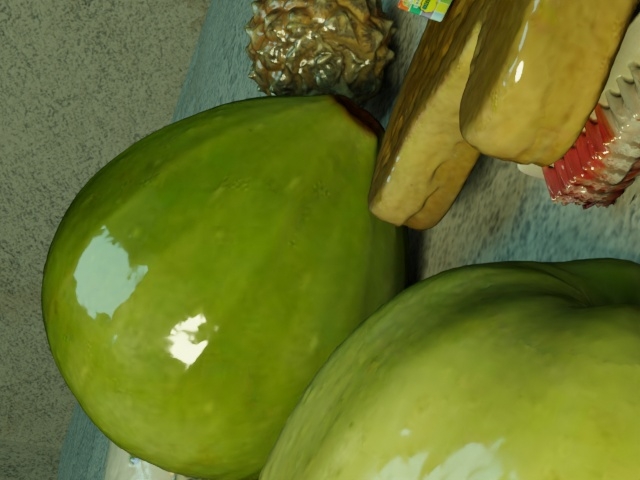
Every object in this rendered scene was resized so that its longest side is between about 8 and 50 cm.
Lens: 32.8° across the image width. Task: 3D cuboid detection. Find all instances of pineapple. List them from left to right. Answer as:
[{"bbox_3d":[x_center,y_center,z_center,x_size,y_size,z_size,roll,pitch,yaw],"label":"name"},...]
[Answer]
[{"bbox_3d":[-0.003,-0.212,1.108,0.193,0.166,0.166,-101,30,-59],"label":"pineapple"}]

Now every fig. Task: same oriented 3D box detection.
[{"bbox_3d":[-0.059,0.022,0.874,0.316,0.316,0.316,-166,90,-74],"label":"fig"}]

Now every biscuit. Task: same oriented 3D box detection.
[{"bbox_3d":[0.135,-0.174,0.665,0.394,0.076,0.368,127,162,-70],"label":"biscuit"}]

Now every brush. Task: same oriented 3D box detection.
[{"bbox_3d":[0.202,-0.122,0.526,0.321,0.060,0.050,122,144,-46],"label":"brush"}]

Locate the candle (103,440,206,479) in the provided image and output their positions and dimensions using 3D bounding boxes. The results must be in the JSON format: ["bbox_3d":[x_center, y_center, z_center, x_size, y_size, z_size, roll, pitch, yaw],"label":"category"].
[{"bbox_3d":[-0.127,0.228,1.093,0.187,0.187,0.330,127,152,-53],"label":"candle"}]

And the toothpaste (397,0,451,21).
[{"bbox_3d":[0.091,-0.210,0.664,0.164,0.034,0.046,116,168,-47],"label":"toothpaste"}]

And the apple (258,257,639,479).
[{"bbox_3d":[0.101,0.176,0.548,0.320,0.312,0.360,20,99,29],"label":"apple"}]
